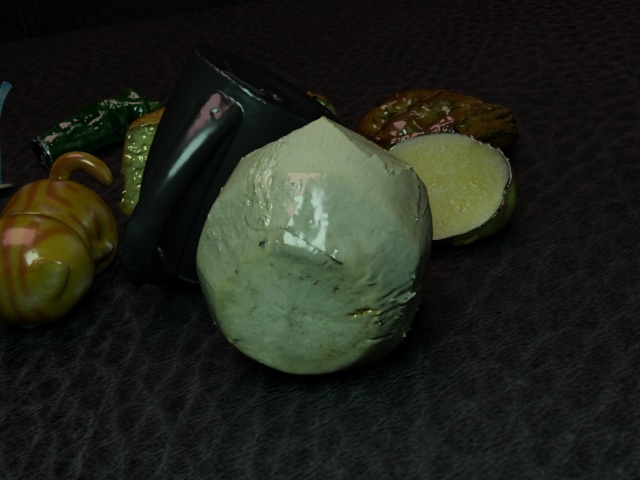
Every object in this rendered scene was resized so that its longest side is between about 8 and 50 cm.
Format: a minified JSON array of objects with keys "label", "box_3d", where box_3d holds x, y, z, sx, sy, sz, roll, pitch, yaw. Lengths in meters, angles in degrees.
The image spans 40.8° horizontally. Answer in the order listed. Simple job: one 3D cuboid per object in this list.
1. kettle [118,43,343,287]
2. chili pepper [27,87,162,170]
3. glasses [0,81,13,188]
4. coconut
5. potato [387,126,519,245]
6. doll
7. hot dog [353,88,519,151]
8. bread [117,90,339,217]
[{"label":"kettle","box_3d":[-0.139,-0.068,1.048,0.207,0.290,0.268,36,16,12]},{"label":"chili pepper","box_3d":[-0.444,-0.228,1.735,0.270,0.099,0.136,-31,6,-23]},{"label":"glasses","box_3d":[-0.625,-0.194,1.646,0.088,0.220,0.190,19,0,-41]},{"label":"coconut","box_3d":[0.000,0.000,0.896,0.245,0.245,0.247,-5,33,15]},{"label":"potato","box_3d":[0.163,-0.059,1.116,0.200,0.081,0.164,11,72,33]},{"label":"doll","box_3d":[-0.359,0.013,1.121,0.167,0.162,0.269,-12,28,2]},{"label":"hot dog","box_3d":[0.175,-0.155,1.285,0.272,0.122,0.196,-27,34,-26]},{"label":"bread","box_3d":[-0.127,-0.126,1.263,0.340,0.194,0.179,-9,23,-3]}]
